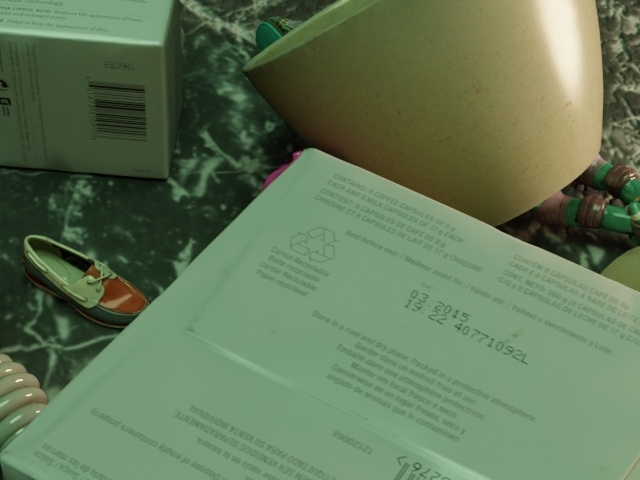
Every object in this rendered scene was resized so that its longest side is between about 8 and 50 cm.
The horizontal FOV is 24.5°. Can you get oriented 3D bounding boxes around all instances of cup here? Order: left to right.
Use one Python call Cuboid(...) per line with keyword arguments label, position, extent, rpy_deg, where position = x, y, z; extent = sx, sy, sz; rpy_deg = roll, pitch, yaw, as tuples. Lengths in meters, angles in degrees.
Cuboid(label="cup", position=(0.130, -0.146, 1.360), extent=(0.331, 0.331, 0.237), rpy_deg=(-39, 102, -32))

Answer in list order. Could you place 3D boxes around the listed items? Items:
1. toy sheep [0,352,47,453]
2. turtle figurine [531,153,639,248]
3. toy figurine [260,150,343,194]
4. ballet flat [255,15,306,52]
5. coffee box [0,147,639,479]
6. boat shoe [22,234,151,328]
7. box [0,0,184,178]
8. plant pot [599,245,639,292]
Cuboid(label="toy sheep", position=(-0.267, 0.144, 1.219), extent=(0.091, 0.091, 0.132), rpy_deg=(-34, 72, -29))
Cuboid(label="turtle figurine", position=(0.328, -0.030, 1.395), extent=(0.234, 0.118, 0.175), rpy_deg=(17, 29, 33))
Cuboid(label="toy figurine", position=(0.000, 0.000, 1.314), extent=(0.130, 0.159, 0.173), rpy_deg=(-32, 58, -28))
Cuboid(label="ballet flat", position=(-0.002, -0.170, 1.535), extent=(0.070, 0.070, 0.188), rpy_deg=(-17, 55, -18))
Cuboid(label="coffee box", position=(0.033, 0.207, 1.013), extent=(0.337, 0.334, 0.338), rpy_deg=(26, 49, 19))
Cuboid(label="boat shoe", position=(-0.213, 0.037, 1.344), extent=(0.137, 0.043, 0.049), rpy_deg=(25, 49, 16))
Cuboid(label="box", position=(-0.230, -0.168, 1.433), extent=(0.182, 0.181, 0.119), rpy_deg=(5, 47, 1))
Cuboid(label="plant pot", position=(0.340, 0.119, 1.200), extent=(0.256, 0.256, 0.274), rpy_deg=(-21, 37, -21))
